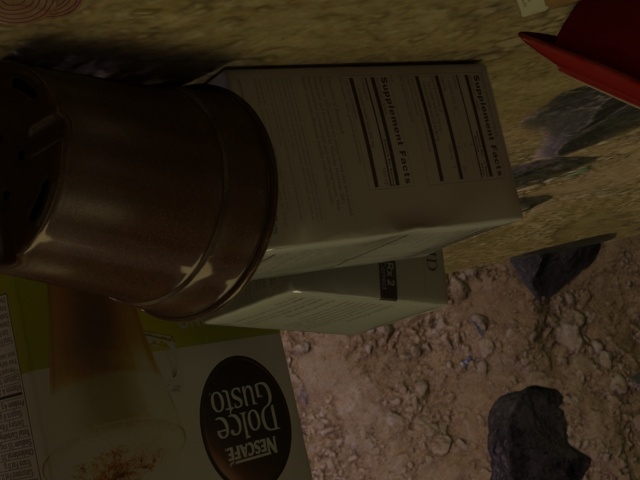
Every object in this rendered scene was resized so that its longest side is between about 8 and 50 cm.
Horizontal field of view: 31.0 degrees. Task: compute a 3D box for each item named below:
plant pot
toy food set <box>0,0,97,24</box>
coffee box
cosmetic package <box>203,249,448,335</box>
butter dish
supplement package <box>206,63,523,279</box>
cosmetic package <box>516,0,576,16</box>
[{"bbox_3d":[-0.141,-0.036,0.737,0.167,0.167,0.165,-18,163,34],"label":"plant pot"},{"bbox_3d":[-0.141,-0.121,0.510,0.132,0.038,0.192,-18,171,34],"label":"toy food set"},{"bbox_3d":[-0.262,0.150,1.180,0.338,0.334,0.337,-18,171,37],"label":"coffee box"},{"bbox_3d":[0.000,0.000,1.094,0.183,0.151,0.151,6,162,-35],"label":"cosmetic package"},{"bbox_3d":[0.239,-0.141,0.743,0.160,0.118,0.160,32,-158,33],"label":"butter dish"},{"bbox_3d":[0.014,-0.052,0.904,0.244,0.134,0.139,-7,170,-34],"label":"supplement package"},{"bbox_3d":[0.162,-0.168,0.653,0.115,0.041,0.060,-14,172,15],"label":"cosmetic package"}]
